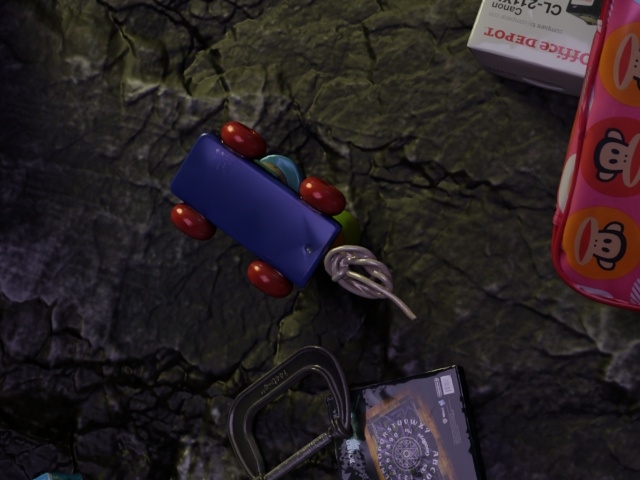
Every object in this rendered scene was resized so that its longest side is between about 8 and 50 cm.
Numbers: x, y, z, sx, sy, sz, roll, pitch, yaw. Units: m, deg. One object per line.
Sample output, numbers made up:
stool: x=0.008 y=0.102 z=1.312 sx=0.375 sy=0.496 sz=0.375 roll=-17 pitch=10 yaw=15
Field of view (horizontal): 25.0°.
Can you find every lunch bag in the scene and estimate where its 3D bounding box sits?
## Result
lunch bag: x=0.325 y=-0.076 z=1.115 sx=0.258 sy=0.120 sz=0.293 roll=13 pitch=112 yaw=9

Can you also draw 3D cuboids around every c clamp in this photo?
c clamp: x=-0.025 y=0.176 z=1.278 sx=0.161 sy=0.022 sz=0.137 roll=-44 pitch=56 yaw=23

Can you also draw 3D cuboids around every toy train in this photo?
toy train: x=0.000 y=0.000 z=1.258 sx=0.248 sy=0.143 sz=0.105 roll=36 pitch=101 yaw=16

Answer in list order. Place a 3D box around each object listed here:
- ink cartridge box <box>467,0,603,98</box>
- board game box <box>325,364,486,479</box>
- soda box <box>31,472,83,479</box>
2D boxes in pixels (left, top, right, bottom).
ink cartridge box: x=0.219 y=-0.221 z=1.251 sx=0.127 sy=0.072 sz=0.175 roll=18 pitch=86 yaw=20
board game box: x=0.080 y=0.212 z=1.246 sx=0.126 sy=0.026 sz=0.186 roll=-15 pitch=76 yaw=18
soda box: x=-0.311 y=0.294 z=1.348 sx=0.210 sy=0.067 sz=0.071 roll=-29 pitch=72 yaw=13
